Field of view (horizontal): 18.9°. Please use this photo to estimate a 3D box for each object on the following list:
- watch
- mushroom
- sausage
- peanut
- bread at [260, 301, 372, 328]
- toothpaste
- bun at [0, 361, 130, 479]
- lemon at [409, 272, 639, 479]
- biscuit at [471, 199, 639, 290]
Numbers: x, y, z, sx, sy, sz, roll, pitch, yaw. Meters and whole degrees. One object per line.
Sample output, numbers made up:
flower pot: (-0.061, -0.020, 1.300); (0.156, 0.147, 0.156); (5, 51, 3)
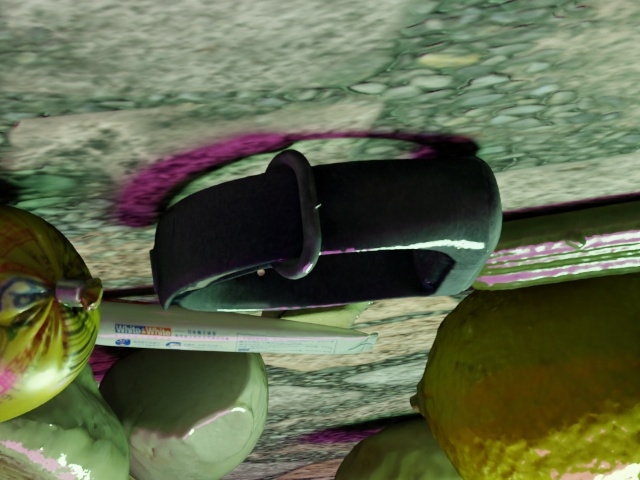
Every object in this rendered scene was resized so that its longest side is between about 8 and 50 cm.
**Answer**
watch: (0.000, 0.000, 1.087); (0.193, 0.068, 0.206); (-6, 170, -6)
mushroom: (-0.113, 0.138, 1.523); (0.128, 0.128, 0.350); (-4, 171, -10)
sausage: (-0.254, 0.060, 1.092); (0.347, 0.123, 0.123); (-17, 164, 38)
peanut: (0.203, 0.275, 2.200); (0.387, 0.170, 0.192); (-11, 173, 17)
bread: (0.003, 0.038, 1.345); (0.068, 0.028, 0.154); (-3, 166, -12)
toothpaste: (-0.070, 0.064, 1.336); (0.218, 0.033, 0.052); (5, 162, -4)
bun: (-0.243, 0.130, 1.390); (0.231, 0.133, 0.231); (6, 147, 4)
lemon: (0.179, 0.109, 1.379); (0.231, 0.192, 0.192); (-9, 167, 14)
biscuit: (0.247, -0.008, 1.244); (0.322, 0.038, 0.099); (-8, 165, 7)
